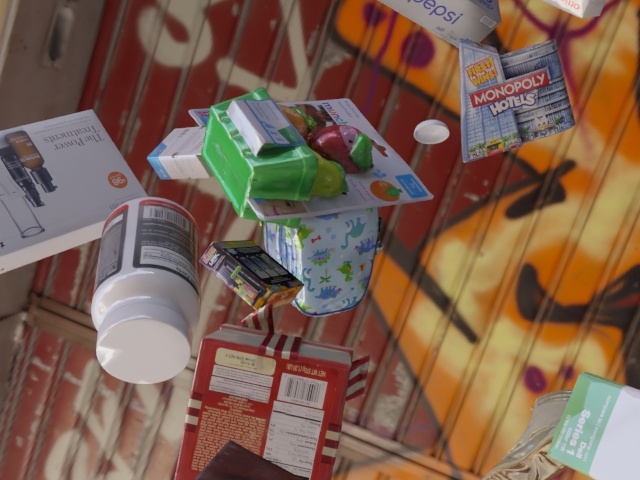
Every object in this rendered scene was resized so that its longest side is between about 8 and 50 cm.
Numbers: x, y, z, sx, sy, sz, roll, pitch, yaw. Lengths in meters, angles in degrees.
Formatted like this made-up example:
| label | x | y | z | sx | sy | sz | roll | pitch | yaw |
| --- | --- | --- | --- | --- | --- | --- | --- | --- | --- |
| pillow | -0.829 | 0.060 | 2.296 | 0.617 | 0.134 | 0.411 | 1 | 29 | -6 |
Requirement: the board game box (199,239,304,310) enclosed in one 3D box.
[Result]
| label | x | y | z | sx | sy | sz | roll | pitch | yaw |
| --- | --- | --- | --- | --- | --- | --- | --- | --- | --- |
| board game box | -0.119 | 0.060 | 1.396 | 0.048 | 0.141 | 0.170 | -55 | -14 | 11 |

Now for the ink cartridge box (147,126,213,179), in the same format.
| label | x | y | z | sx | sy | sz | roll | pitch | yaw |
| --- | --- | --- | --- | --- | --- | --- | --- | --- | --- |
| ink cartridge box | -0.243 | -0.175 | 1.544 | 0.104 | 0.180 | 0.060 | -54 | -48 | -36 |

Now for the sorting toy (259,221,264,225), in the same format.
| label | x | y | z | sx | sy | sz | roll | pitch | yaw |
| --- | --- | --- | --- | --- | --- | --- | --- | --- | --- |
| sorting toy | -0.126 | -0.069 | 1.871 | 0.012 | 0.062 | 0.083 | 110 | 162 | -55 |

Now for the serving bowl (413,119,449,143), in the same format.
| label | x | y | z | sx | sy | sz | roll | pitch | yaw |
| --- | --- | --- | --- | --- | --- | --- | --- | --- | --- |
| serving bowl | 0.263 | -0.263 | 1.847 | 0.083 | 0.083 | 0.027 | 94 | 177 | -64 |

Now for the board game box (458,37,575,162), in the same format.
| label | x | y | z | sx | sy | sz | roll | pitch | yaw |
| --- | --- | --- | --- | --- | --- | --- | --- | --- | --- |
| board game box | 0.301 | -0.249 | 1.271 | 0.060 | 0.194 | 0.194 | -72 | -37 | -66 |

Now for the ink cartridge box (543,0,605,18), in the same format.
| label | x | y | z | sx | sy | sz | roll | pitch | yaw |
| --- | --- | --- | --- | --- | --- | --- | --- | --- | --- |
| ink cartridge box | 0.417 | -0.447 | 1.246 | 0.063 | 0.109 | 0.150 | -22 | -41 | -41 |

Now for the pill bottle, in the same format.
| label | x | y | z | sx | sy | sz | roll | pitch | yaw |
| --- | --- | --- | --- | --- | --- | --- | --- | --- | --- |
| pill bottle | -0.345 | 0.094 | 1.555 | 0.363 | 0.210 | 0.210 | -101 | 20 | -51 |

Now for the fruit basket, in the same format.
| label | x | y | z | sx | sy | sz | roll | pitch | yaw |
| --- | --- | --- | --- | --- | --- | --- | --- | --- | --- |
| fruit basket | -0.016 | -0.166 | 1.386 | 0.353 | 0.327 | 0.165 | -13 | -42 | -26 |

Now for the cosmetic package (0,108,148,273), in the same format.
| label | x | y | z | sx | sy | sz | roll | pitch | yaw |
| --- | --- | --- | --- | --- | --- | --- | --- | --- | --- |
| cosmetic package | -0.605 | -0.116 | 1.707 | 0.377 | 0.284 | 0.097 | -25 | -13 | -40 |

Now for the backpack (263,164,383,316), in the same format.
| label | x | y | z | sx | sy | sz | roll | pitch | yaw |
| --- | --- | --- | --- | --- | --- | --- | --- | --- | --- |
| backpack | 0.000 | 0.000 | 1.798 | 0.273 | 0.290 | 0.356 | 60 | 148 | 37 |

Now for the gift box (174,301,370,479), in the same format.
| label | x | y | z | sx | sy | sz | roll | pitch | yaw |
| --- | --- | --- | --- | --- | --- | --- | --- | --- | --- |
| gift box | -0.062 | 0.246 | 1.199 | 0.258 | 0.255 | 0.276 | 68 | -143 | -86 |

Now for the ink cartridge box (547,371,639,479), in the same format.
| label | x | y | z | sx | sy | sz | roll | pitch | yaw |
| --- | --- | --- | --- | --- | --- | --- | --- | --- | --- |
| ink cartridge box | 0.435 | 0.266 | 0.867 | 0.278 | 0.201 | 0.117 | 15 | 76 | 57 |

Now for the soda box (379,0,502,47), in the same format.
| label | x | y | z | sx | sy | sz | roll | pitch | yaw |
| --- | --- | --- | --- | --- | --- | --- | --- | --- | --- |
| soda box | 0.170 | -0.436 | 1.311 | 0.091 | 0.286 | 0.098 | -39 | 38 | 44 |

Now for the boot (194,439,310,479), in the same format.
| label | x | y | z | sx | sy | sz | roll | pitch | yaw |
| --- | --- | --- | --- | --- | --- | --- | --- | --- | --- |
| boot | 0.016 | 0.208 | 0.592 | 0.090 | 0.207 | 0.248 | -59 | -9 | 14 |

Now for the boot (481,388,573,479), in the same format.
| label | x | y | z | sx | sy | sz | roll | pitch | yaw |
| --- | --- | --- | --- | --- | --- | --- | --- | --- | --- |
| boot | 0.464 | 0.448 | 1.705 | 0.262 | 0.095 | 0.203 | -52 | -1 | 33 |
